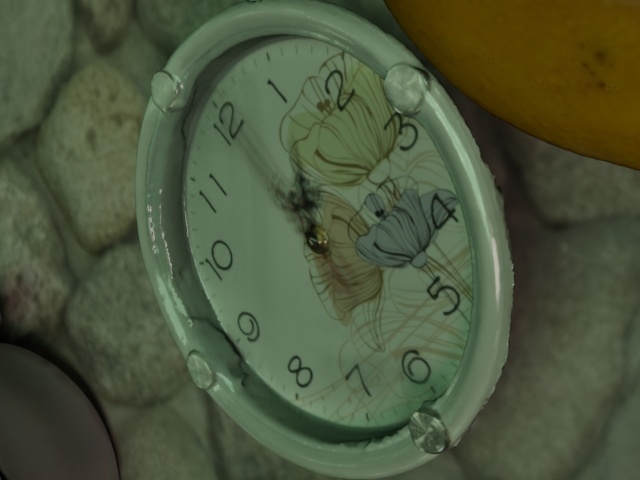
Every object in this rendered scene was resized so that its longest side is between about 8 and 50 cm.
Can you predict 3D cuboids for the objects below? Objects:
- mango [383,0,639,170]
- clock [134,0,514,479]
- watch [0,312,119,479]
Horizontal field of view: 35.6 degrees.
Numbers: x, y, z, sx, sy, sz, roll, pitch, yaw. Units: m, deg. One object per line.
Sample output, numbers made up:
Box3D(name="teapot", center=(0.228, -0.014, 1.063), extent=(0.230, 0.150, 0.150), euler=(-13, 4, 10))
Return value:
Box3D(name="mango", center=(0.106, -0.127, 0.379), extent=(0.175, 0.139, 0.254), euler=(-36, 82, 30))
Box3D(name="clock", center=(0.000, 0.000, 0.489), extent=(0.236, 0.053, 0.236), euler=(16, 113, 40))
Box3D(name="watch", center=(-0.260, 0.159, 0.602), extent=(0.248, 0.211, 0.217), euler=(-34, 86, 20))
